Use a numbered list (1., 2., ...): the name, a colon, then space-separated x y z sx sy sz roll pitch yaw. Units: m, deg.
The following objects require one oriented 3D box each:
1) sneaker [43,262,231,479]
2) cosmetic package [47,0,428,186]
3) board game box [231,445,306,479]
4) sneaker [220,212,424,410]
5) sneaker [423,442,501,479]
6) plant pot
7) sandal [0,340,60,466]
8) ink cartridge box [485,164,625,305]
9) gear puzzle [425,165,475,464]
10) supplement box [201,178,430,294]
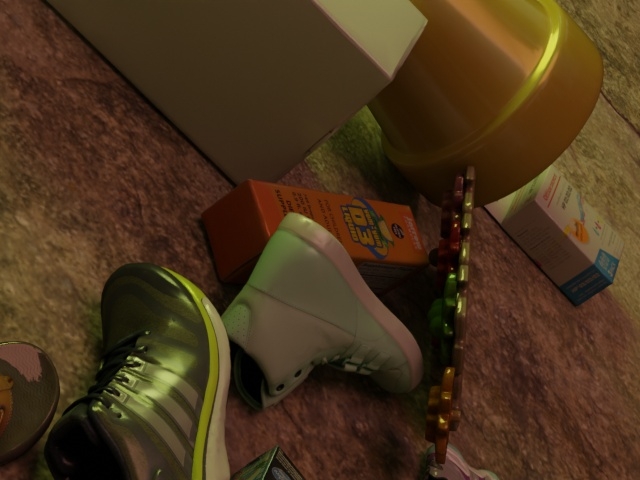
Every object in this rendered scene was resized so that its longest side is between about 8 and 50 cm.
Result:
1. sneaker: -0.137 0.127 1.003 0.121 0.111 0.300 27 34 -36
2. cosmetic package: -0.111 -0.255 1.304 0.385 0.217 0.156 45 35 -13
3. board game box: -0.033 0.288 1.036 0.194 0.060 0.194 51 35 -1
4. sneaker: -0.008 0.102 1.233 0.151 0.094 0.256 -52 136 -13
5. sneaker: 0.135 0.243 1.294 0.098 0.038 0.069 34 39 -9
6. plant pot: 0.137 -0.202 1.476 0.239 0.254 0.254 43 34 -29
7. sandal: -0.258 0.115 0.932 0.219 0.060 0.090 -8 66 -52
8. ink cartridge box: 0.289 -0.021 1.684 0.181 0.061 0.104 45 35 -9
9. gear puzzle: 0.121 0.087 1.340 0.044 0.175 0.339 4 40 6
10. supplement box: 0.000 0.000 1.320 0.233 0.080 0.078 8 56 -48
